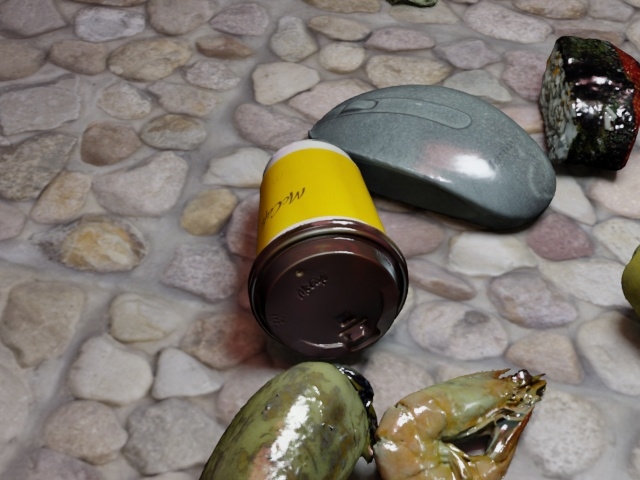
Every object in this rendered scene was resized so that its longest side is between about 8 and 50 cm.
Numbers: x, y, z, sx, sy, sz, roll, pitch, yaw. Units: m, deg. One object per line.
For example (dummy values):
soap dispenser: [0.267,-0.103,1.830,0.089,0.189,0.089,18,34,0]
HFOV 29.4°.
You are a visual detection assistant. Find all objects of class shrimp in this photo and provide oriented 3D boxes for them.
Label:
shrimp: [0.172,0.217,1.380,0.267,0.061,0.145,-24,79,-39]

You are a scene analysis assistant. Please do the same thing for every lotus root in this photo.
lotus root: [-0.046,0.256,1.277,0.173,0.173,0.309,16,48,16]

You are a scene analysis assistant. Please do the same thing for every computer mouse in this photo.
computer mouse: [0.154,-0.138,1.704,0.374,0.114,0.203,21,50,22]

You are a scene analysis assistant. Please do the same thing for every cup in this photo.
cup: [0.000,0.000,1.529,0.196,0.196,0.280,-5,38,-4]

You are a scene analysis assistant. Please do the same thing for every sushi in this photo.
sushi: [0.386,-0.201,1.748,0.126,0.136,0.225,12,41,1]

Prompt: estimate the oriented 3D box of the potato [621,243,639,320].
potato: [0.474,0.085,1.442,0.248,0.169,0.143,33,32,21]

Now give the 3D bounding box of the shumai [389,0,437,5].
shumai: [0.147,-0.420,2.029,0.080,0.083,0.082,-20,9,23]
